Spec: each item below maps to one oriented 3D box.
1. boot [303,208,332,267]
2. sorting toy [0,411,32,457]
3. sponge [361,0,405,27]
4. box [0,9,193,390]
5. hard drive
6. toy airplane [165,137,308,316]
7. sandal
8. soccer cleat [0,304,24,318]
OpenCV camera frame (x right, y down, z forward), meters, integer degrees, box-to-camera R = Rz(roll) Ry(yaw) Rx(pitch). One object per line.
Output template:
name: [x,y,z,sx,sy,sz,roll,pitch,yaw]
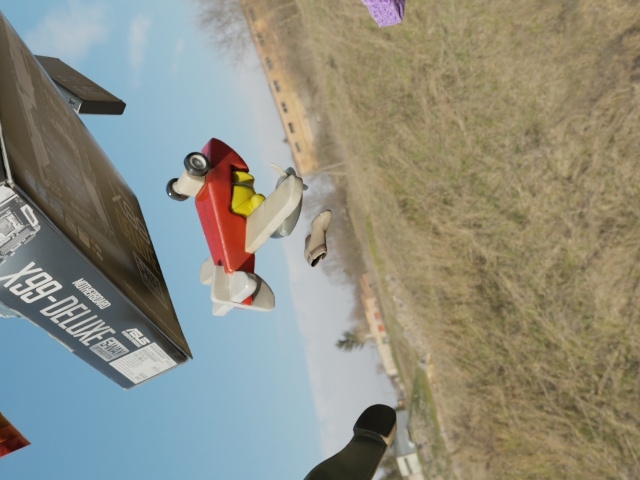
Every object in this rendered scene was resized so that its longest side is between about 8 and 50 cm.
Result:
boot: [0.000,0.000,1.304,0.118,0.042,0.087,-57,32,32]
sorting toy: [-0.737,0.399,1.104,0.365,0.127,0.126,-2,-113,-64]
sponge: [0.028,-0.309,0.542,0.210,0.031,0.117,31,-121,-54]
box: [-0.233,-0.030,0.519,0.307,0.076,0.243,73,171,-57]
hard drive: [-0.351,-0.217,0.806,0.135,0.022,0.094,34,-160,10]
toy airplane: [-0.168,-0.016,1.346,0.386,0.272,0.385,28,118,45]
sandal: [0.050,0.356,0.876,0.240,0.088,0.079,-40,-49,-44]
soccer cleat: [-0.393,0.080,0.767,0.068,0.196,0.076,-31,-80,-75]
